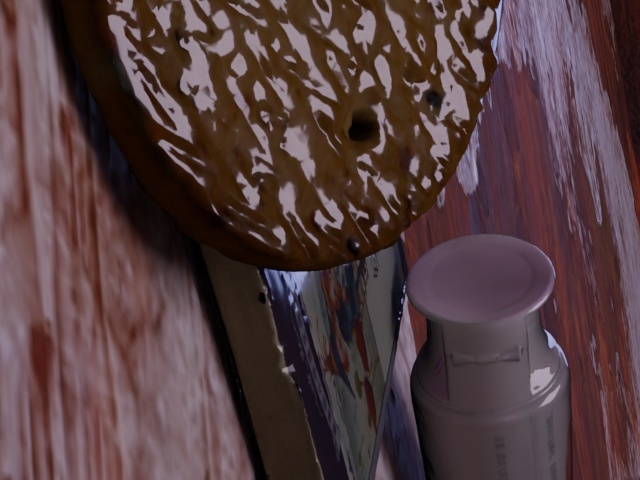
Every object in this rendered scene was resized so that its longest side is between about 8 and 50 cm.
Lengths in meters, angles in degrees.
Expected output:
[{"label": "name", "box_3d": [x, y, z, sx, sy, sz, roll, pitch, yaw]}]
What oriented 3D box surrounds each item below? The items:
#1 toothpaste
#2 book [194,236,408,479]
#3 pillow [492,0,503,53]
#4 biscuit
[{"label": "toothpaste", "box_3d": [0.084, 0.143, 0.851, 0.100, 0.066, 0.323, -86, 169, -54]}, {"label": "book", "box_3d": [0.001, 0.000, 0.681, 0.231, 0.026, 0.157, -73, 150, -64]}, {"label": "pillow", "box_3d": [0.074, -0.227, 1.104, 0.212, 0.052, 0.208, -82, 161, -51]}, {"label": "biscuit", "box_3d": [-0.008, -0.083, 0.553, 0.188, 0.027, 0.188, 3, 86, -51]}]
